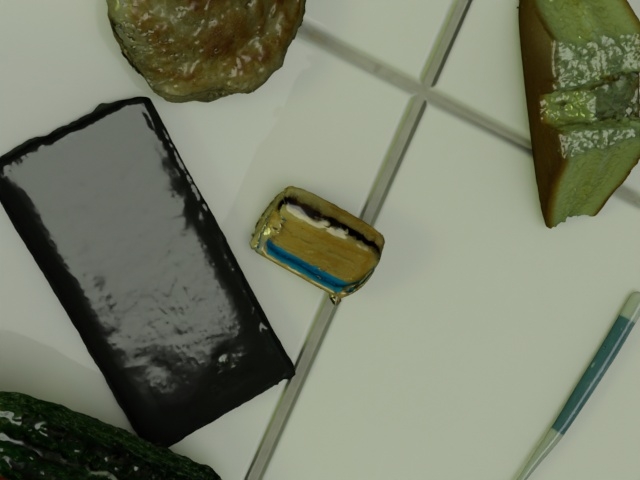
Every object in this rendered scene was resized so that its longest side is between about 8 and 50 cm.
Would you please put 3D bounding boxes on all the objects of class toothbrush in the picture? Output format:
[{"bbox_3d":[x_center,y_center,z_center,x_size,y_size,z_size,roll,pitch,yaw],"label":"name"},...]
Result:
[{"bbox_3d":[0.244,0.169,0.948,0.025,0.019,0.275,34,88,-25],"label":"toothbrush"}]

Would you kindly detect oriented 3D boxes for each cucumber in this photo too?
[{"bbox_3d":[-0.170,0.178,0.754,0.265,0.077,0.077,37,87,-41],"label":"cucumber"}]

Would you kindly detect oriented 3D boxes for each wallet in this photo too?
[{"bbox_3d":[-0.142,0.031,0.799,0.146,0.030,0.285,-28,108,-6],"label":"wallet"}]

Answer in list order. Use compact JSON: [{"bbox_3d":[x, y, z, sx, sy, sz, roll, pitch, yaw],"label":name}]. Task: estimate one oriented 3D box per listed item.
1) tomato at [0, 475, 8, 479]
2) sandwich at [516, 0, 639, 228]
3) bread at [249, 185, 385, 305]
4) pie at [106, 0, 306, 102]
[{"bbox_3d":[-0.369,0.233,0.702,0.339,0.144,0.338,-2,98,-19],"label":"tomato"},{"bbox_3d":[0.232,-0.128,0.859,0.090,0.088,0.244,-9,102,-12],"label":"sandwich"},{"bbox_3d":[0.000,0.000,0.828,0.106,0.053,0.072,30,112,-17],"label":"bread"},{"bbox_3d":[-0.086,-0.199,0.755,0.163,0.079,0.193,25,91,-28],"label":"pie"}]
